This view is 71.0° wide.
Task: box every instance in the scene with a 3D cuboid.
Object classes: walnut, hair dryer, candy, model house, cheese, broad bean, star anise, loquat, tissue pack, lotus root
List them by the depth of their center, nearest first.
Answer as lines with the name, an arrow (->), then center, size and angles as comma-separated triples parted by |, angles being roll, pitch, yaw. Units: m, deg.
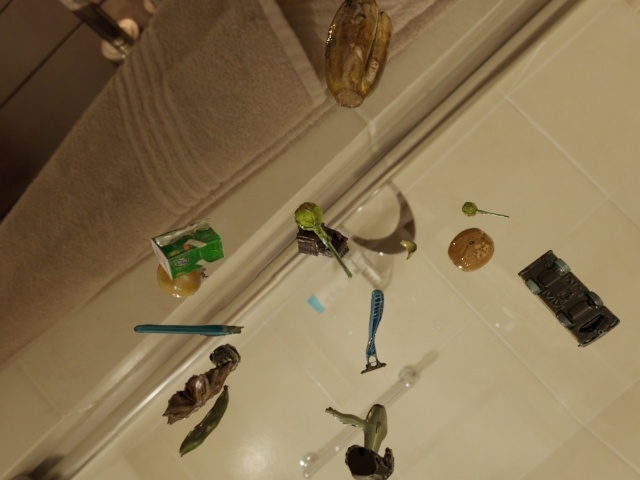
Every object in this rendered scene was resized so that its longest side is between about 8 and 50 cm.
lotus root -> 0.097, -0.509, 1.212 | 0.193, 0.291, 0.193 | 14, 176, 1
candy -> 0.018, 0.003, 1.309 | 0.262, 0.077, 0.073 | 56, -139, -8
broad bean -> -0.359, 0.581, 1.439 | 0.065, 0.254, 0.046 | 26, 142, 15
hair dryer -> 0.135, 0.685, 1.556 | 0.088, 0.224, 0.219 | 109, 159, -54
tissue pack -> -0.474, 0.008, 1.596 | 0.148, 0.209, 0.156 | 38, 141, 40
model house -> 0.008, -0.007, 1.605 | 0.203, 0.141, 0.164 | 13, 170, -2
star anise -> -0.454, 0.552, 1.612 | 0.109, 0.292, 0.349 | 53, -170, 12
candy -> 0.621, -0.107, 1.691 | 0.194, 0.058, 0.062 | 19, 160, 50
cheese -> 0.346, 0.027, 1.761 | 0.060, 0.041, 0.084 | 109, 143, -51
loquat -> -0.582, 0.138, 1.894 | 0.213, 0.213, 0.213 | 47, -175, -5
walnut -> 0.726, 0.046, 2.167 | 0.195, 0.221, 0.195 | 50, 173, 9

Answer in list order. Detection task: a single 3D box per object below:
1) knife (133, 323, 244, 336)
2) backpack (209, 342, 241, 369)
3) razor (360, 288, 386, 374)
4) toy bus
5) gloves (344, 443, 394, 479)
knife -> -0.360, 0.248, 1.247 | 0.296, 0.026, 0.044 | 4, -157, -16
backpack -> -0.374, 0.468, 1.785 | 0.120, 0.106, 0.165 | 48, 159, -3
razor -> 0.146, 0.248, 1.221 | 0.042, 0.082, 0.253 | 39, 134, 54
toy bus -> 0.885, 0.213, 1.610 | 0.194, 0.162, 0.323 | 29, -156, -57
gloves -> 0.160, 0.667, 1.335 | 0.164, 0.124, 0.203 | 2, 148, 43
